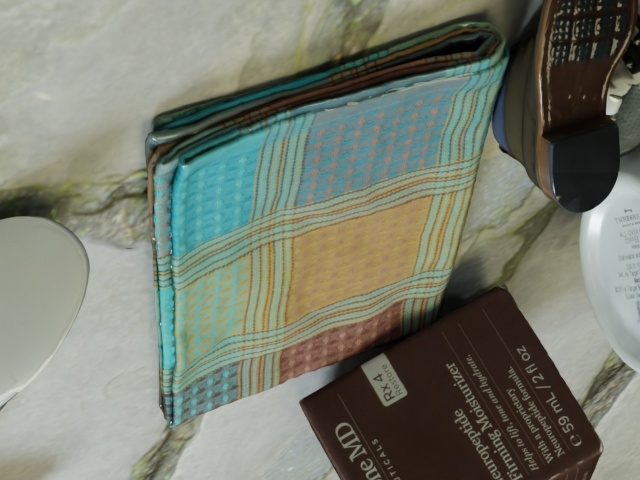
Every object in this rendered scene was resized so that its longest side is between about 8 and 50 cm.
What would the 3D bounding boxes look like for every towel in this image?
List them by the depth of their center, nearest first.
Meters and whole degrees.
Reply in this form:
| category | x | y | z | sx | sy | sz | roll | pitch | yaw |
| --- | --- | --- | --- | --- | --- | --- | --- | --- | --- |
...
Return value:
| category | x | y | z | sx | sy | sz | roll | pitch | yaw |
| --- | --- | --- | --- | --- | --- | --- | --- | --- | --- |
| towel | 0.000 | 0.000 | 1.314 | 0.271 | 0.040 | 0.370 | -20 | 148 | -18 |

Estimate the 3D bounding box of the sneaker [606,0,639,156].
| category | x | y | z | sx | sy | sz | roll | pitch | yaw |
| --- | --- | --- | --- | --- | --- | --- | --- | --- | --- |
| sneaker | 0.241 | -0.135 | 1.297 | 0.106 | 0.078 | 0.234 | -13 | 149 | -33 |

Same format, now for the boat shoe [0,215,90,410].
| category | x | y | z | sx | sy | sz | roll | pitch | yaw |
| --- | --- | --- | --- | --- | --- | --- | --- | --- | --- |
| boat shoe | -0.262 | 0.100 | 1.178 | 0.301 | 0.108 | 0.102 | -50 | 179 | 8 |

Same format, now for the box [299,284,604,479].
| category | x | y | z | sx | sy | sz | roll | pitch | yaw |
| --- | --- | --- | --- | --- | --- | --- | --- | --- | --- |
| box | 0.114 | 0.173 | 1.509 | 0.203 | 0.168 | 0.167 | -30 | 164 | -4 |

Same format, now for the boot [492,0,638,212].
| category | x | y | z | sx | sy | sz | roll | pitch | yaw |
| --- | --- | --- | --- | --- | --- | --- | --- | --- | --- |
| boot | 0.161 | -0.137 | 1.235 | 0.082 | 0.106 | 0.219 | -10 | 115 | -25 |

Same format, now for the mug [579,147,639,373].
| category | x | y | z | sx | sy | sz | roll | pitch | yaw |
| --- | --- | --- | --- | --- | --- | --- | --- | --- | --- |
| mug | 0.412 | 0.002 | 1.381 | 0.328 | 0.374 | 0.276 | -12 | 102 | -21 |
